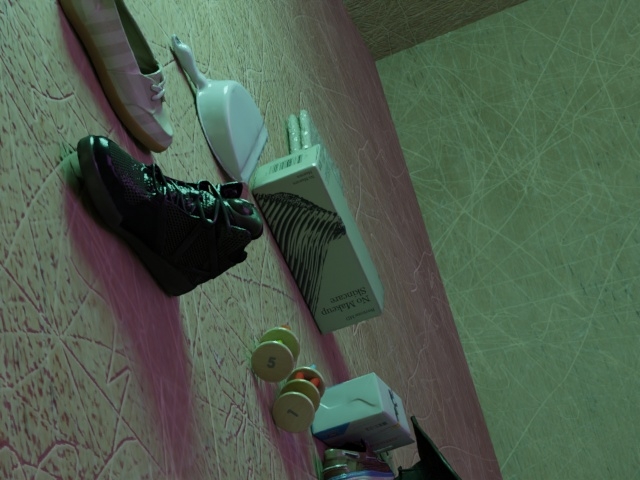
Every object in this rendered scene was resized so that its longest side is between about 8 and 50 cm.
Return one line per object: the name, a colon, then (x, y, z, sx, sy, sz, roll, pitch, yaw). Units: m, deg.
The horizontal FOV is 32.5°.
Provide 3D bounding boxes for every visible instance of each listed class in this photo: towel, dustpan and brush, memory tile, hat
towel: (-0.004, -0.092, 2.003, 0.282, 0.049, 0.187, -96, 161, -47)
dustpan and brush: (-0.146, -0.196, 1.526, 0.147, 0.060, 0.211, -72, 148, -52)
memory tile: (0.093, 0.341, 1.790, 0.113, 0.012, 0.148, -99, 163, -46)
hat: (0.162, 0.432, 1.652, 0.331, 0.134, 0.331, 157, -90, -83)

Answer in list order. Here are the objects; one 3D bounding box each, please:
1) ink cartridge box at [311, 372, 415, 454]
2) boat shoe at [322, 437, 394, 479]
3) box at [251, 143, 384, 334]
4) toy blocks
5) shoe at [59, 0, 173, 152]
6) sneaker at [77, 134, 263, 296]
ink cartridge box: (0.060, 0.253, 1.556, 0.181, 0.104, 0.061, 50, 23, -60)
boat shoe: (0.053, 0.306, 1.504, 0.183, 0.066, 0.066, 25, 49, -70)
box: (0.000, 0.000, 1.702, 0.094, 0.113, 0.275, -84, 150, -65)
toy blocks: (-0.036, 0.162, 1.394, 0.148, 0.054, 0.123, -58, 127, -76)
shoe: (-0.208, -0.192, 1.191, 0.076, 0.058, 0.219, -90, 157, -59)
sneaker: (-0.140, -0.040, 1.077, 0.227, 0.130, 0.087, 55, 17, -45)
